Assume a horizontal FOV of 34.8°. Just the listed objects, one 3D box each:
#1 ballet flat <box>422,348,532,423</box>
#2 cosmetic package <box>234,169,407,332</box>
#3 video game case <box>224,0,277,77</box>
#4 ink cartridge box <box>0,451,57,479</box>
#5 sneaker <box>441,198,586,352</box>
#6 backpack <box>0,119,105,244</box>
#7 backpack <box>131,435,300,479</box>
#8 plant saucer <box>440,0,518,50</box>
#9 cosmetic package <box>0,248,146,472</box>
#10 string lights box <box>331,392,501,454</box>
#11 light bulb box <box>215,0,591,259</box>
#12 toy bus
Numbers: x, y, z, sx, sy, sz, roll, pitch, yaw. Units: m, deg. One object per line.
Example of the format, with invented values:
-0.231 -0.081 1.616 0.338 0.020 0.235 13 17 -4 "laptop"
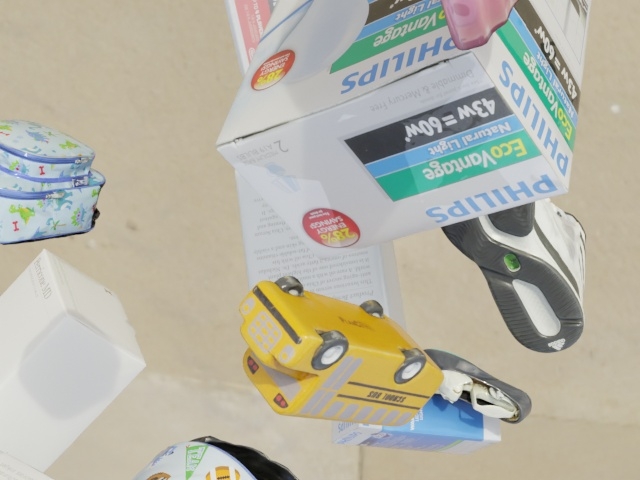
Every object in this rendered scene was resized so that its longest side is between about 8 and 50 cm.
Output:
0.244 0.239 1.648 0.203 0.074 0.074 25 133 5 "ballet flat"
0.000 0.000 1.711 0.230 0.453 0.161 -10 166 13 "cosmetic package"
-0.008 -0.381 1.541 0.285 0.025 0.204 -22 121 -18 "video game case"
-0.395 0.448 1.137 0.286 0.395 0.166 20 120 23 "ink cartridge box"
0.323 -0.050 1.739 0.169 0.257 0.447 -21 102 24 "sneaker"
-0.246 -0.050 0.830 0.105 0.114 0.084 28 116 27 "backpack"
-0.106 0.330 0.975 0.263 0.213 0.276 55 138 6 "backpack"
0.116 -0.329 0.847 0.084 0.332 0.332 -13 130 11 "plant saucer"
-0.437 0.219 1.443 0.365 0.197 0.155 -48 126 5 "cosmetic package"
0.161 0.310 1.745 0.260 0.076 0.133 9 156 -18 "string lights box"
0.113 -0.212 1.240 0.358 0.361 0.225 -16 132 35 "light bulb box"
0.022 0.143 1.233 0.130 0.108 0.333 -51 146 14 "toy bus"
